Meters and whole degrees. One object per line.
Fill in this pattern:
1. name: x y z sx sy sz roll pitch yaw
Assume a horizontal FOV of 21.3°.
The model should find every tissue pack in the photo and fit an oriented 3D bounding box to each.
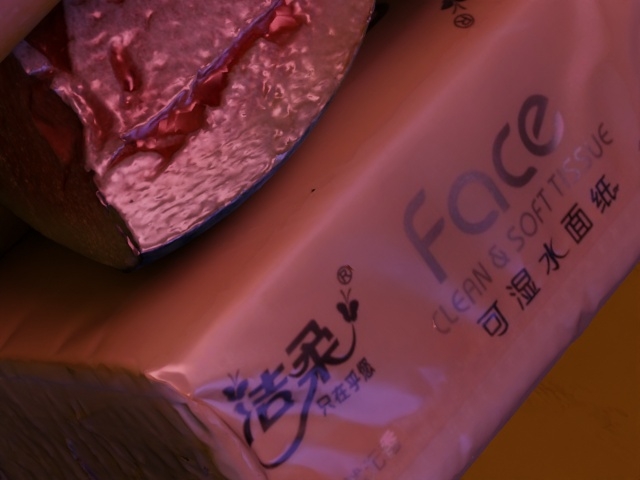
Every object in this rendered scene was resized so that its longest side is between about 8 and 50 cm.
1. tissue pack: 0.000 0.000 0.995 0.405 0.205 0.331 -48 -156 -26

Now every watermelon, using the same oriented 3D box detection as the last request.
1. watermelon: -0.110 -0.115 0.840 0.213 0.201 0.261 -49 -156 -18

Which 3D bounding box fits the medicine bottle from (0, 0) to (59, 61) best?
1. medicine bottle: -0.056 -0.194 0.627 0.426 0.108 0.108 -42 167 18
